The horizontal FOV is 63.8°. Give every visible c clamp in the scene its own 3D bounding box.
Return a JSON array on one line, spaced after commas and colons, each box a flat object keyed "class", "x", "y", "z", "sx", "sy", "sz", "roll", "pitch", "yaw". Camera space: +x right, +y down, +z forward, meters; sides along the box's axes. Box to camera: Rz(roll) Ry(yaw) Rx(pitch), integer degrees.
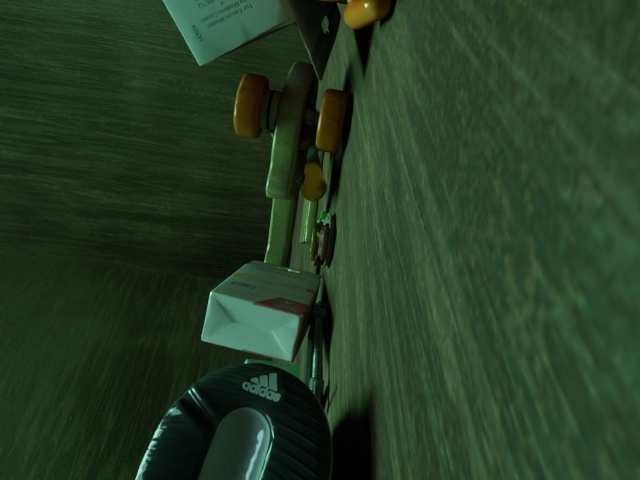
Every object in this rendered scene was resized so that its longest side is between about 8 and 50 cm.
[{"class": "c clamp", "x": -0.004, "y": 0.139, "z": 0.616, "sx": 0.160, "sy": 0.022, "sz": 0.137, "roll": -88, "pitch": 6, "yaw": -46}]

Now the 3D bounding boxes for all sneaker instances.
[{"class": "sneaker", "x": -0.089, "y": 0.335, "z": 0.382, "sx": 0.447, "sy": 0.169, "sz": 0.257, "roll": -64, "pitch": -21, "yaw": -22}]

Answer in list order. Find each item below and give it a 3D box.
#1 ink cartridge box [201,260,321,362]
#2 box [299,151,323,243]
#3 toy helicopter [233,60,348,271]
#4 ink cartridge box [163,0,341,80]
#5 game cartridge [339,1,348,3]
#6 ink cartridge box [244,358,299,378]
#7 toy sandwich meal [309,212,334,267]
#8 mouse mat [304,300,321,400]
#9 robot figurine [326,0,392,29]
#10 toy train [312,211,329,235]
[{"class": "ink cartridge box", "x": -0.067, "y": 0.085, "z": 0.691, "sx": 0.198, "sy": 0.116, "sz": 0.067, "roll": -51, "pitch": -26, "yaw": -77}, {"class": "box", "x": -0.020, "y": -0.093, "z": 1.086, "sx": 0.164, "sy": 0.021, "sz": 0.201, "roll": 172, "pitch": 104, "yaw": -85}, {"class": "toy helicopter", "x": -0.051, "y": -0.095, "z": 0.801, "sx": 0.235, "sy": 0.140, "sz": 0.354, "roll": -80, "pitch": 0, "yaw": -65}, {"class": "ink cartridge box", "x": -0.089, "y": -0.349, "z": 0.643, "sx": 0.309, "sy": 0.130, "sz": 0.271, "roll": -78, "pitch": -34, "yaw": -53}, {"class": "game cartridge", "x": 0.044, "y": -0.418, "z": 0.650, "sx": 0.297, "sy": 0.062, "sz": 0.198, "roll": -90, "pitch": 4, "yaw": -49}, {"class": "ink cartridge box", "x": -0.107, "y": 0.300, "z": 0.786, "sx": 0.208, "sy": 0.087, "sz": 0.152, "roll": 122, "pitch": 153, "yaw": -42}, {"class": "toy sandwich meal", "x": 0.000, "y": 0.000, "z": 0.704, "sx": 0.085, "sy": 0.029, "sz": 0.085, "roll": -173, "pitch": 90, "yaw": -85}, {"class": "mouse mat", "x": -0.012, "y": 0.197, "z": 0.719, "sx": 0.189, "sy": 0.007, "sz": 0.152, "roll": -93, "pitch": 11, "yaw": -55}, {"class": "robot figurine", "x": 0.009, "y": -0.275, "z": 0.447, "sx": 0.128, "sy": 0.158, "sz": 0.219, "roll": -57, "pitch": 16, "yaw": 23}, {"class": "toy train", "x": 0.001, "y": -0.023, "z": 0.795, "sx": 0.083, "sy": 0.017, "sz": 0.023, "roll": 113, "pitch": 173, "yaw": -72}]
